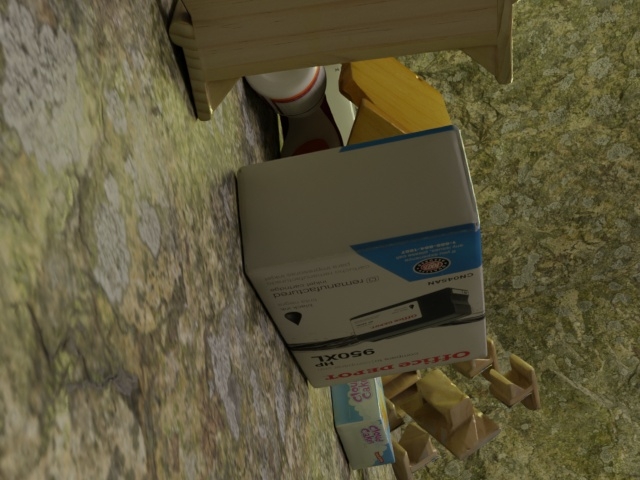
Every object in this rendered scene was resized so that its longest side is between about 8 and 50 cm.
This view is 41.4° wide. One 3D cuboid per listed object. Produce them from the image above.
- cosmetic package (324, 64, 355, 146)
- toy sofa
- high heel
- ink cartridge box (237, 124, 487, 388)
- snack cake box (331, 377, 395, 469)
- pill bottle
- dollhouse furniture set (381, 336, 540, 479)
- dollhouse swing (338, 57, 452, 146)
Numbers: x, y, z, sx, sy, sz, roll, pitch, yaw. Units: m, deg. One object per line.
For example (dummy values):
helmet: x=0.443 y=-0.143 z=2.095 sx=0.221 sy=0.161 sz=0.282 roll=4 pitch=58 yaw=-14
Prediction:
cosmetic package: x=0.011 y=-0.378 z=2.192 sx=0.224 sy=0.138 sz=0.224 roll=-95 pitch=171 yaw=-61
toy sofa: x=0.024 y=-0.258 z=0.920 sx=0.150 sy=0.363 sz=0.177 roll=-93 pitch=175 yaw=-55
high heel: x=-0.009 y=-0.199 z=1.612 sx=0.181 sy=0.127 sz=0.377 roll=28 pitch=46 yaw=-69
ink cartridge box: x=0.076 y=0.044 z=1.180 sx=0.395 sy=0.286 sz=0.166 roll=68 pitch=13 yaw=-58
snack cake box: x=0.075 y=0.292 z=1.662 sx=0.264 sy=0.089 sz=0.152 roll=-96 pitch=173 yaw=-48
pill bottle: x=-0.053 y=-0.273 z=1.406 sx=0.221 sy=0.121 sz=0.121 roll=23 pitch=55 yaw=-83
dollhouse furniture set: x=0.253 y=0.394 z=1.992 sx=0.394 sy=0.362 sz=0.256 roll=36 pitch=-30 yaw=51
dollhouse swing: x=0.082 y=-0.137 z=1.554 sx=0.315 sy=0.305 sz=0.346 roll=32 pitch=28 yaw=-20
